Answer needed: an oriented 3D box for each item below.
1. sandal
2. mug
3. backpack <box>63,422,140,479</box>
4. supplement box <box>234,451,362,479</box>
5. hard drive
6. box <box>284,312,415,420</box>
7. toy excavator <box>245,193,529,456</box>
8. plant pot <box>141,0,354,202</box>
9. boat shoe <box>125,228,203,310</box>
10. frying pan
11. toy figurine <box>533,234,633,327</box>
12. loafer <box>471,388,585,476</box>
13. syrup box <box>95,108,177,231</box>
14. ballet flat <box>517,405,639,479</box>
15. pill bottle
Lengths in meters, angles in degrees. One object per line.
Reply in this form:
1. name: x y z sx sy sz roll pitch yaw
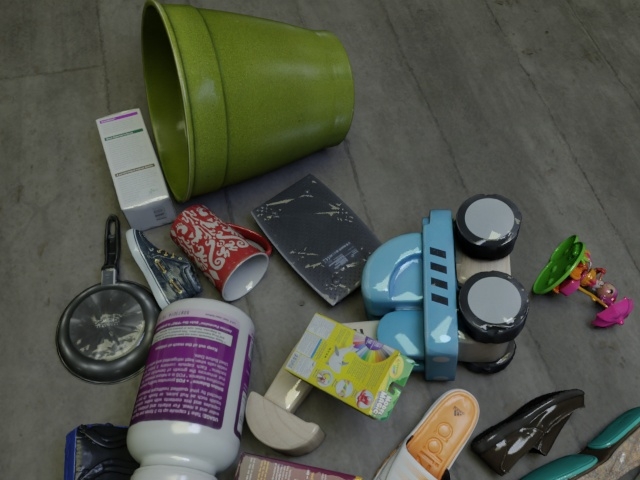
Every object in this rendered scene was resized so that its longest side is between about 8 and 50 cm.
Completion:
1. sandal: 0.166 0.349 0.906 0.101 0.076 0.265 33 77 11
2. mug: -0.187 0.019 1.088 0.169 0.150 0.113 40 102 21
3. backpack: -0.334 0.338 0.892 0.120 0.101 0.098 11 59 -35
4. supplement box: -0.038 0.391 0.876 0.188 0.104 0.081 11 61 2
5. hard drive: 0.000 0.000 1.121 0.172 0.054 0.255 -35 69 -20
6. box: 0.046 0.191 0.860 0.179 0.043 0.105 21 72 32
7. toy excavator: 0.116 0.151 0.986 0.444 0.222 0.433 -1 61 12
8. plant pot: -0.136 -0.285 1.129 0.352 0.367 0.367 -13 62 -23
9. boat shoe: -0.291 0.041 1.070 0.083 0.065 0.183 -31 75 -5
10. frying pan: -0.363 0.101 1.051 0.197 0.053 0.326 13 64 3
11. toy figurine: 0.517 0.091 1.091 0.159 0.130 0.173 40 41 2
12. loafer: 0.359 0.322 0.961 0.219 0.080 0.078 -26 75 -11
13. syrup box: -0.372 -0.144 1.154 0.096 0.093 0.237 -18 64 -12
14. ballet flat: 0.450 0.380 0.917 0.315 0.107 0.106 -23 79 -15
15. pill bottle: -0.200 0.256 0.883 0.169 0.169 0.302 5 52 -1
